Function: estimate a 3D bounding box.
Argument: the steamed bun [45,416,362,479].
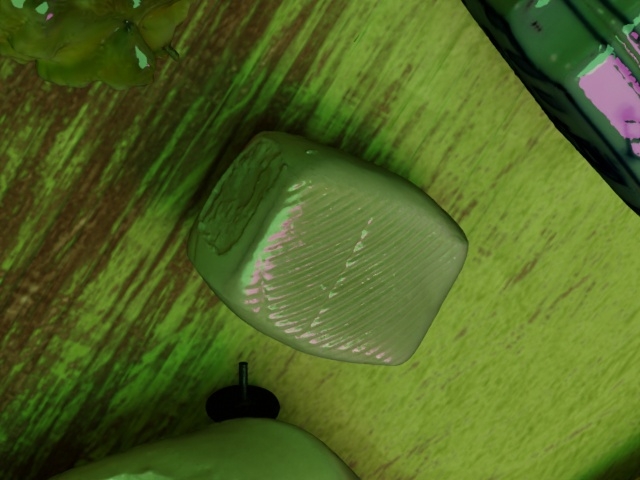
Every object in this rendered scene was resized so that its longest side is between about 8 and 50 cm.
[{"bbox_3d":[-0.114,0.393,1.649,0.456,0.290,0.371,-24,135,8],"label":"steamed bun"}]

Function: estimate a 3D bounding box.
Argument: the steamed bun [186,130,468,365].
[{"bbox_3d":[0.000,0.000,1.604,0.239,0.152,0.170,23,102,-39],"label":"steamed bun"}]

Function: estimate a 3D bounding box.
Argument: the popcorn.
[{"bbox_3d":[-0.182,-0.223,1.426,0.218,0.169,0.189,-35,128,-16],"label":"popcorn"}]

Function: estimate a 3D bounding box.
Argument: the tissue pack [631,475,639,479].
[{"bbox_3d":[0.432,0.346,1.805,0.382,0.228,0.293,-30,123,17],"label":"tissue pack"}]

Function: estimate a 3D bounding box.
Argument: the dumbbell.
[{"bbox_3d":[-0.071,0.176,1.712,0.069,0.069,0.147,-4,116,-12],"label":"dumbbell"}]

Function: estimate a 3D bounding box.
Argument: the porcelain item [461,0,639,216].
[{"bbox_3d":[0.241,-0.153,1.503,0.157,0.281,0.286,-41,120,5],"label":"porcelain item"}]
